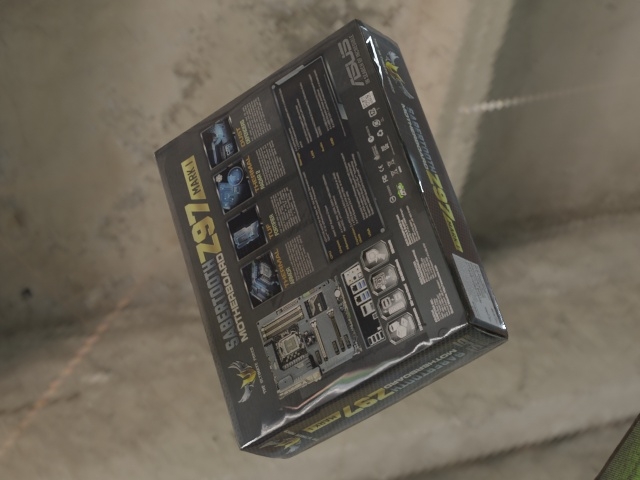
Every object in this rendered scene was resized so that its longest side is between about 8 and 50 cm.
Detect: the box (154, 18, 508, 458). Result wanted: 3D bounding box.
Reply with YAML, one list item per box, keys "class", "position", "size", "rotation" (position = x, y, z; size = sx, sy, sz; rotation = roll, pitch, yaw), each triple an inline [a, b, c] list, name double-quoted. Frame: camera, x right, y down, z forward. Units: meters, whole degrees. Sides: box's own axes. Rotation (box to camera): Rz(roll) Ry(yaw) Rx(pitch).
- class: "box"
  position: [0.000, 0.000, 1.044]
  size: [0.183, 0.232, 0.059]
  rotation: [-31, -29, 24]

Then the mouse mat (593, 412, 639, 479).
- class: "mouse mat"
  position: [0.201, 0.188, 0.979]
  size: [0.007, 0.152, 0.189]
  rotation: [2, -39, -15]
